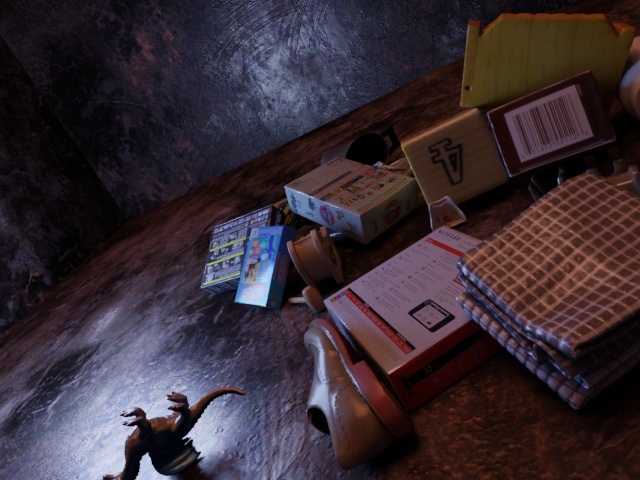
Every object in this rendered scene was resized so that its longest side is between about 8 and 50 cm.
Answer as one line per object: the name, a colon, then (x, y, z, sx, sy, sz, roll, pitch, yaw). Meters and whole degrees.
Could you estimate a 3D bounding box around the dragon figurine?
dragon figurine: (-0.272, 0.362, 0.993, 0.289, 0.144, 0.085, -16, 11, -25)

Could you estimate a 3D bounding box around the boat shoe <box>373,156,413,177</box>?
boat shoe: (0.152, -0.180, 1.732, 0.320, 0.103, 0.118, -30, 19, -1)

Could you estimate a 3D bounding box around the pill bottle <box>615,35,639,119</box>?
pill bottle: (0.769, -0.368, 1.264, 0.160, 0.160, 0.283, -19, 22, 27)

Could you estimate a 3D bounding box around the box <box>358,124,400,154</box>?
box: (0.198, -0.363, 2.143, 0.158, 0.093, 0.156, -10, 27, 46)

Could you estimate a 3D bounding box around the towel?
towel: (0.353, 0.046, 0.739, 0.284, 0.121, 0.235, -32, 45, -10)

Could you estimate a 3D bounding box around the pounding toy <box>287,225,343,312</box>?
pounding toy: (-0.042, 0.056, 1.338, 0.155, 0.154, 0.269, -26, 19, 9)

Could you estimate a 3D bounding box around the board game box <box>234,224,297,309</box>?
board game box: (-0.145, 0.069, 1.429, 0.160, 0.047, 0.210, -1, 73, 52)

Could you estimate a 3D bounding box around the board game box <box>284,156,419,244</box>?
board game box: (0.085, -0.124, 1.529, 0.224, 0.097, 0.303, -33, 38, -29)

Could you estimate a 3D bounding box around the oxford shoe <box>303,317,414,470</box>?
oxford shoe: (0.016, 0.229, 0.885, 0.130, 0.123, 0.348, -40, 18, -5)

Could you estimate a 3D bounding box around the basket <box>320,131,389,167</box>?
basket: (0.111, -0.293, 2.014, 0.204, 0.154, 0.227, -43, 20, -21)

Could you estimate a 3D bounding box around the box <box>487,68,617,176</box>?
box: (0.487, -0.224, 1.130, 0.191, 0.143, 0.381, -20, -1, 29)

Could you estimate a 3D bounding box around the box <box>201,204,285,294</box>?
box: (-0.232, 0.031, 1.635, 0.270, 0.060, 0.216, -18, 54, 37)

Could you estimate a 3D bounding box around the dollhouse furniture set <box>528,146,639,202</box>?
dollhouse furniture set: (0.527, -0.075, 0.980, 0.262, 0.135, 0.259, -18, 11, 28)

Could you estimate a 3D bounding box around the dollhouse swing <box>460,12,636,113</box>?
dollhouse swing: (0.547, -0.484, 1.375, 0.347, 0.315, 0.304, 7, 51, 14)

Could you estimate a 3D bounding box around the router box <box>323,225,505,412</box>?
router box: (0.194, 0.113, 0.977, 0.301, 0.082, 0.335, -31, 20, -7)

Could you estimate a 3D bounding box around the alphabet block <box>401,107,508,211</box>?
alphabet block: (0.327, -0.201, 1.367, 0.197, 0.193, 0.192, -24, 6, 14)

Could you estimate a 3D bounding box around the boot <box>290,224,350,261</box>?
boot: (-0.001, -0.001, 1.571, 0.209, 0.076, 0.189, 0, 36, 42)

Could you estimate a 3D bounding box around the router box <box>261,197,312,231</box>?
router box: (-0.150, -0.046, 1.850, 0.243, 0.081, 0.309, -23, 20, 17)

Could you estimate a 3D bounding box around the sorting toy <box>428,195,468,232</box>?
sorting toy: (0.292, -0.064, 1.291, 0.083, 0.075, 0.045, -24, 20, 13)
